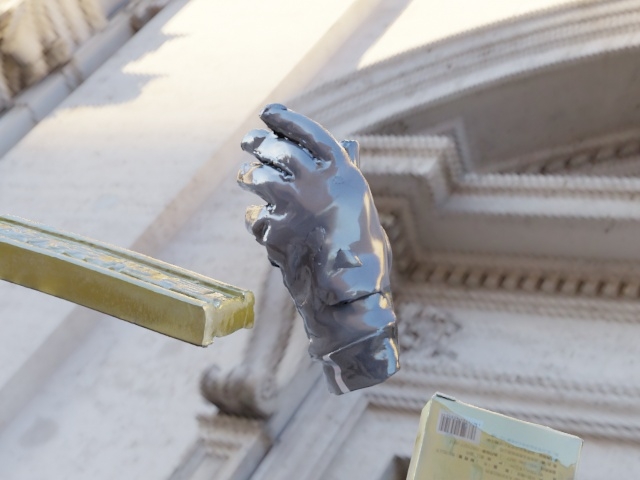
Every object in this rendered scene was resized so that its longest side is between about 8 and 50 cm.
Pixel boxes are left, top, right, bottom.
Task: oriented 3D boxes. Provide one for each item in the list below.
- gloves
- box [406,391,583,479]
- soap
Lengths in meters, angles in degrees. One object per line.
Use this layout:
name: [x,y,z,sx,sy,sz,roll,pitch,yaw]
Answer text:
gloves: [0.006,0.000,1.261,0.286,0.142,0.119,63,-35,19]
box: [0.064,0.142,0.592,0.073,0.149,0.020,18,-31,-1]
soap: [-0.179,0.029,1.132,0.252,0.092,0.037,16,-77,20]
